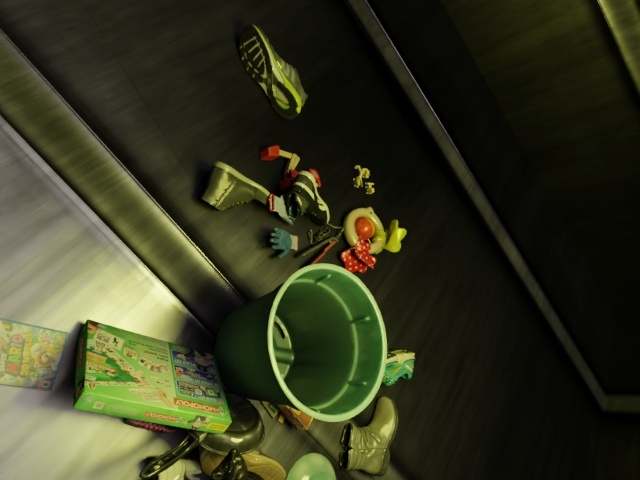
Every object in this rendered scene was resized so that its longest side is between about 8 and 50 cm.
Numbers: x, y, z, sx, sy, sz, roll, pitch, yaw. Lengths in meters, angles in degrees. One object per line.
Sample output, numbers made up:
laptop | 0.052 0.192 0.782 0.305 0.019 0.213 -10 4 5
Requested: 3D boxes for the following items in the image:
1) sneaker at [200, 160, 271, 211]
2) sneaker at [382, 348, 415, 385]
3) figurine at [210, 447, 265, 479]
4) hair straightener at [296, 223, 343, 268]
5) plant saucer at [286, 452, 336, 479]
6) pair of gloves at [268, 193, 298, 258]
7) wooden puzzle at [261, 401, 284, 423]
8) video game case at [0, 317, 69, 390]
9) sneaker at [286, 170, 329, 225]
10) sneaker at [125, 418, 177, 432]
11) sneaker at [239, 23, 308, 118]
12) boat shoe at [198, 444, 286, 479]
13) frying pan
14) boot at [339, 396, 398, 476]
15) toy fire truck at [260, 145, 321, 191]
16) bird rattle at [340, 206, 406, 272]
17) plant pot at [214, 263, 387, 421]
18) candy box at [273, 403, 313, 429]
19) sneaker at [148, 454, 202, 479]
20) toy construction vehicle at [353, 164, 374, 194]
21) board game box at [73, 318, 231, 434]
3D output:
sneaker | -0.234 -0.119 1.337 0.222 0.083 0.118 30 81 -43
sneaker | 0.219 0.420 1.573 0.275 0.107 0.110 7 84 -41
figurine | -0.212 0.567 1.015 0.215 0.092 0.210 -46 138 -28
hair straightener | 0.000 0.000 1.520 0.230 0.047 0.089 -38 105 -41
plant saucer | -0.015 0.694 1.328 0.194 0.037 0.195 13 70 -40
pair of gloves | -0.109 -0.044 1.415 0.159 0.023 0.199 13 76 -64
wooden puzzle | -0.123 0.436 1.316 0.116 0.014 0.079 53 50 -18
video game case | -0.599 0.222 0.944 0.166 0.015 0.119 24 64 -35
sneaker | -0.047 -0.093 1.457 0.121 0.079 0.217 -60 143 -31
sneaker | -0.373 0.399 1.084 0.119 0.047 0.057 33 47 -33
sneaker | -0.144 -0.534 1.511 0.300 0.111 0.121 59 38 -20
boat shoe | -0.189 0.535 1.174 0.103 0.092 0.285 -46 131 2
frying pan | -0.267 0.411 1.084 0.326 0.197 0.053 10 110 -42
boot | 0.147 0.586 1.478 0.161 0.083 0.247 29 59 -27
toy fire truck | -0.089 -0.222 1.500 0.191 0.047 0.136 -7 84 -42
bird rattle | 0.150 -0.007 1.640 0.253 0.143 0.207 -25 84 -30
plant pot | -0.075 0.256 1.180 0.340 0.334 0.342 13 68 -37
candy box | -0.042 0.421 1.355 0.109 0.053 0.187 54 45 -18
sneaker | -0.356 0.604 1.010 0.118 0.110 0.292 31 51 -23
toy construction vehicle | 0.160 -0.219 1.731 0.085 0.035 0.099 3 77 -42
board game box | -0.354 0.293 1.031 0.317 0.046 0.214 27 17 -34
